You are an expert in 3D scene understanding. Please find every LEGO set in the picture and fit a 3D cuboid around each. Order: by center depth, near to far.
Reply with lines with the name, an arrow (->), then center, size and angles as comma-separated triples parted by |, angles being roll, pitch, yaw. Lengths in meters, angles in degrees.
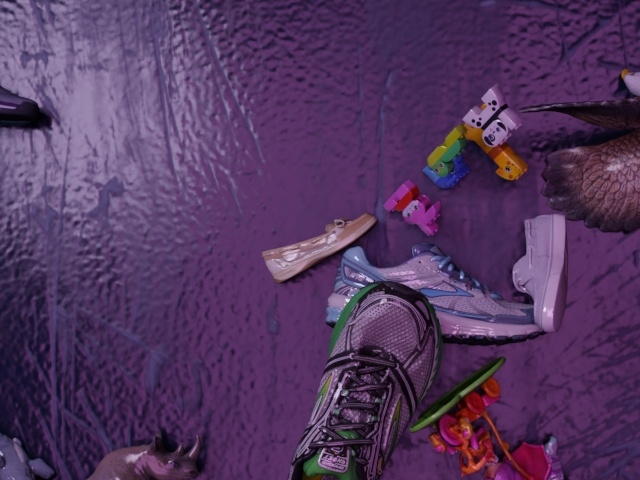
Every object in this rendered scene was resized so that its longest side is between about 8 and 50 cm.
LEGO set -> 0.189, -0.091, 1.465 | 0.093, 0.087, 0.227 | 47, 132, 6

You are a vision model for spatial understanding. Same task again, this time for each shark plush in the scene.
shark plush -> -0.401, 0.272, 1.540 | 0.073, 0.067, 0.161 | -27, 84, 4

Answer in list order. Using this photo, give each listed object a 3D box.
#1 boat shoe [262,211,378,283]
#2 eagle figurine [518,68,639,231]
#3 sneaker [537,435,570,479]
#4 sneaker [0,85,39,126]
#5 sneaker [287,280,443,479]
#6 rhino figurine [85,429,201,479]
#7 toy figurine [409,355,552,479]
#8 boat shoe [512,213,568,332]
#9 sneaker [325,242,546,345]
boat shoe -> 0.000, 0.000, 1.526 | 0.153, 0.056, 0.048 | -30, 87, 11
eagle figurine -> 0.407, -0.146, 1.434 | 0.298, 0.225, 0.226 | -36, 98, -8
sneaker -> 0.298, 0.294, 1.486 | 0.069, 0.038, 0.098 | 14, 97, 5
sneaker -> -0.472, -0.210, 1.576 | 0.223, 0.083, 0.098 | 8, 82, 7
sneaker -> 0.049, 0.210, 1.405 | 0.134, 0.146, 0.344 | 18, 107, 5
rhino figurine -> -0.249, 0.322, 1.520 | 0.243, 0.073, 0.106 | -38, 86, 1
toy figurine -> 0.204, 0.247, 1.432 | 0.130, 0.173, 0.159 | -40, 83, 35
boat shoe -> 0.264, 0.037, 1.455 | 0.063, 0.066, 0.184 | -2, 49, 17
sneaker -> 0.150, 0.063, 1.481 | 0.283, 0.110, 0.122 | 5, 83, 6
